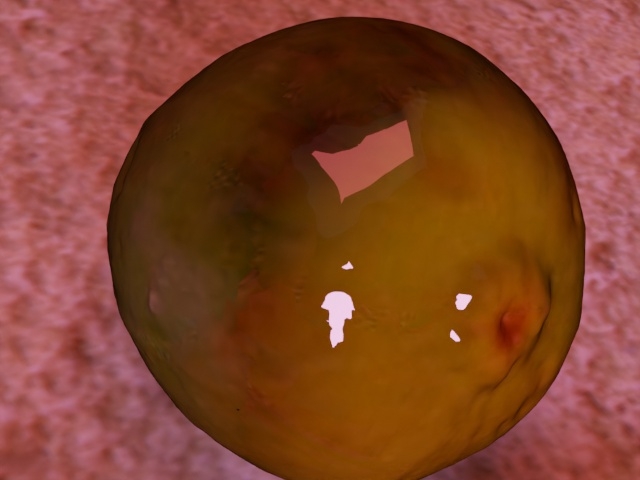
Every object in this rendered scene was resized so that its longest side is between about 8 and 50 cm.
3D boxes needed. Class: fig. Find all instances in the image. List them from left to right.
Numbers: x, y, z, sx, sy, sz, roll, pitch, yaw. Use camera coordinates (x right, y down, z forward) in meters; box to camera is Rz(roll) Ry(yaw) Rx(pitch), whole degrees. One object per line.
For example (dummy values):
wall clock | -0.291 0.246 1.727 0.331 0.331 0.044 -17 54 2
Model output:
fig | 0.004 -0.007 0.625 0.207 0.207 0.230 -22 53 -29
